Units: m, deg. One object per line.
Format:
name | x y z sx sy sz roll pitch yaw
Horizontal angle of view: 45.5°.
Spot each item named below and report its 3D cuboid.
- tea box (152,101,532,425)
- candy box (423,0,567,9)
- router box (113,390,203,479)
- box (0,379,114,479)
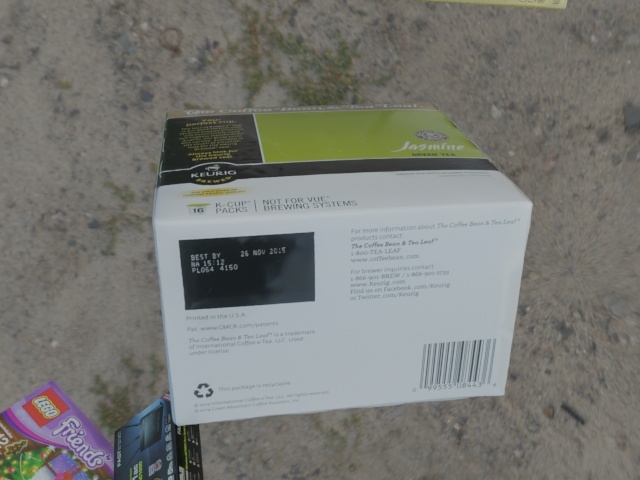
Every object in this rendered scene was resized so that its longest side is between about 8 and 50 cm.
tea box | 0.000 0.000 0.815 0.328 0.324 0.220 -3 117 -7
candy box | 0.090 -0.328 0.719 0.316 0.183 0.088 4 45 4
router box | -0.166 0.226 0.775 0.092 0.038 0.123 -38 38 18
box | -0.282 0.308 0.800 0.293 0.201 0.057 38 142 24
